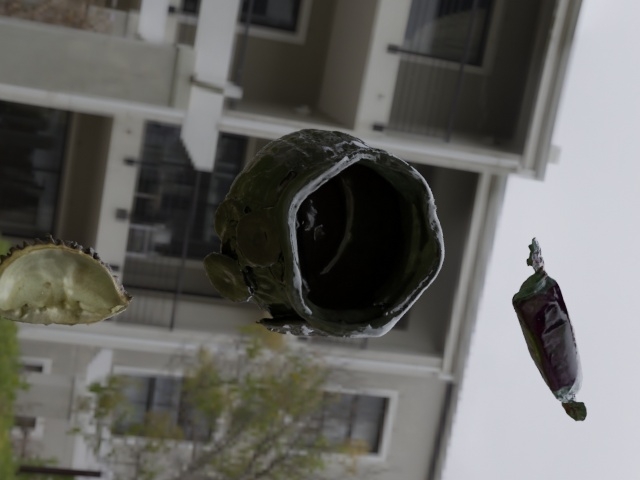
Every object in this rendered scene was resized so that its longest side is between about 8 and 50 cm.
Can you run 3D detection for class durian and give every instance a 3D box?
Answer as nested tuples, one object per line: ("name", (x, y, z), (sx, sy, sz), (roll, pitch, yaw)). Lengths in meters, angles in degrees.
("durian", (-0.215, 0.031, 0.921), (0.066, 0.130, 0.052), (63, -38, 44))

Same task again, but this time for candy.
("candy", (0.189, 0.078, 0.949), (0.045, 0.043, 0.175), (-117, -173, -73))

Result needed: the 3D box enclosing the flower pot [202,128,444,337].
("flower pot", (0.000, 0.000, 1.582), (0.213, 0.301, 0.302), (18, -80, 57))
